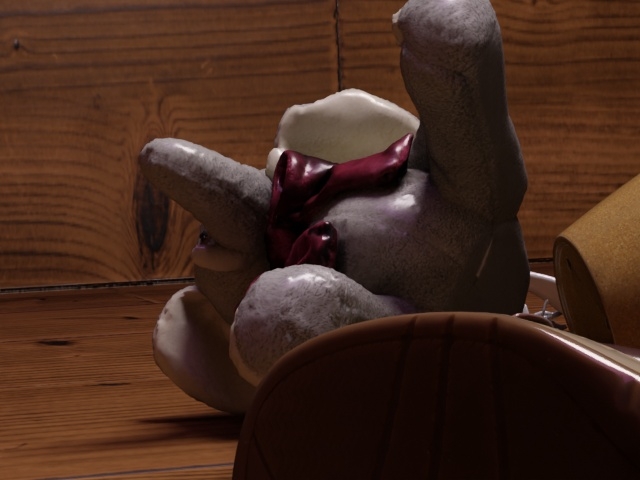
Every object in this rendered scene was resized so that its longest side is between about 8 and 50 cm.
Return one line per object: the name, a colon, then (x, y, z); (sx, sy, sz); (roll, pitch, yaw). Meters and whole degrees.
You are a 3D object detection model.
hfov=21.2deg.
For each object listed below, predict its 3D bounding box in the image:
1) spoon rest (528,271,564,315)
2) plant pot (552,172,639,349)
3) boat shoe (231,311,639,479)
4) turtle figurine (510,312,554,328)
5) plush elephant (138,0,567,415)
spoon rest: (0.219, 0.062, 1.455); (0.276, 0.084, 0.137); (-4, 2, -10)
plant pot: (0.297, 0.012, 1.158); (0.254, 0.237, 0.237); (-16, 3, -7)
boat shoe: (0.120, 0.089, 0.456); (0.342, 0.123, 0.123); (-1, -11, 43)
turtle figurine: (0.113, 0.080, 0.863); (0.269, 0.087, 0.217); (-3, 0, -38)
plush elephant: (0.000, 0.000, 1.119); (0.255, 0.272, 0.330); (14, -18, 32)
